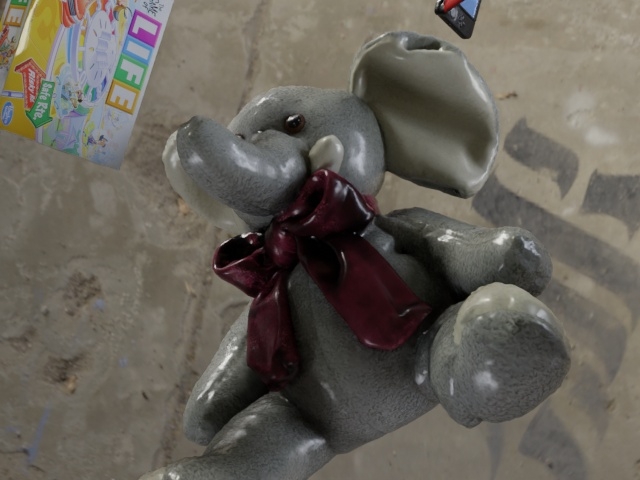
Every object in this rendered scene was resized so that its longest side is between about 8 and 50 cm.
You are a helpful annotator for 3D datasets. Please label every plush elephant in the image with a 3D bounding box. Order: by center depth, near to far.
[{"bbox_3d":[0.000,0.000,0.579,0.272,0.330,0.255,-30,89,23],"label":"plush elephant"}]

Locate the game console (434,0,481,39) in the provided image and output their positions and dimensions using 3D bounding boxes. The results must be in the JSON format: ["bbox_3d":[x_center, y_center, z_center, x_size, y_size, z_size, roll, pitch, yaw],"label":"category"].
[{"bbox_3d":[0.211,-0.354,1.135,0.085,0.124,0.144,9,78,41],"label":"game console"}]

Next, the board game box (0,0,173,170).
[{"bbox_3d":[-0.153,-0.133,0.561,0.026,0.103,0.154,16,88,36],"label":"board game box"}]
